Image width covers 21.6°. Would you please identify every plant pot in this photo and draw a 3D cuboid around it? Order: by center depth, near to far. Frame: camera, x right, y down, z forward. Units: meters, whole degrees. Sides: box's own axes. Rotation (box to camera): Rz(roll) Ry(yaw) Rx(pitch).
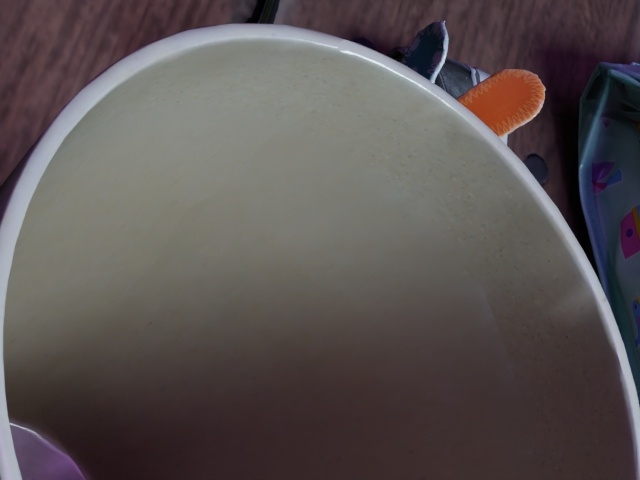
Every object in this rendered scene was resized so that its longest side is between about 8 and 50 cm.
[{"bbox_3d":[-0.066,0.095,0.621,0.257,0.274,0.256,17,60,-32],"label":"plant pot"}]

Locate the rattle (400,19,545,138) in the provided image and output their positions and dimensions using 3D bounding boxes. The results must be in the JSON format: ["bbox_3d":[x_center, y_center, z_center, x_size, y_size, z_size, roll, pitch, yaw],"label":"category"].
[{"bbox_3d":[0.000,0.000,0.759,0.143,0.200,0.130,-26,89,-40],"label":"rattle"}]

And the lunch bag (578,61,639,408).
[{"bbox_3d":[0.281,0.008,0.998,0.223,0.160,0.262,2,60,-33],"label":"lunch bag"}]

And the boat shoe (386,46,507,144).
[{"bbox_3d":[0.057,-0.004,0.890,0.070,0.078,0.219,20,53,-30],"label":"boat shoe"}]
